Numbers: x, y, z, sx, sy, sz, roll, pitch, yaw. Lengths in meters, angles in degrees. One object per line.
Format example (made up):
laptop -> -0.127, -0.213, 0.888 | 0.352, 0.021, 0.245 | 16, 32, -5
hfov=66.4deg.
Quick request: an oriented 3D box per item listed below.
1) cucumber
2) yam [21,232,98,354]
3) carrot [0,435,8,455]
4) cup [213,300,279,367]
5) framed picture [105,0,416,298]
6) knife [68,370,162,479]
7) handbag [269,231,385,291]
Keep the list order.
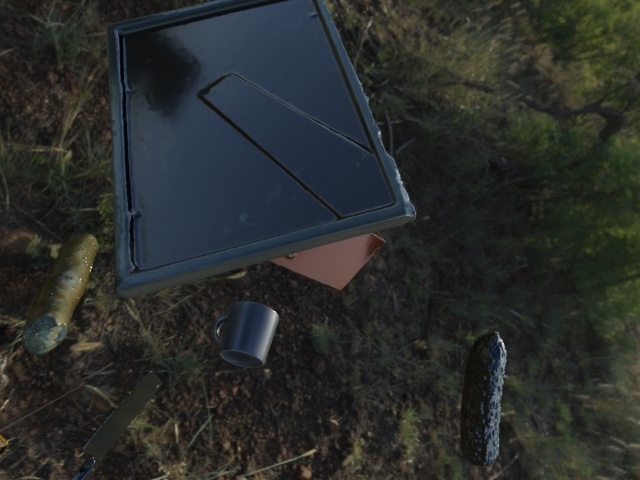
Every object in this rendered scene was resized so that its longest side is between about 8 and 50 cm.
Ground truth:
cucumber -> 0.285, 0.274, 0.856 | 0.072, 0.072, 0.300 | -39, 132, -49
yam -> -0.437, 0.075, 0.834 | 0.067, 0.071, 0.317 | 12, 22, -20
carrot -> -0.517, 0.227, 0.616 | 0.228, 0.069, 0.069 | 31, 48, -12
cup -> -0.119, 0.144, 0.740 | 0.078, 0.100, 0.077 | 57, 37, -47
framed picture -> -0.070, -0.109, 0.407 | 0.016, 0.213, 0.289 | 81, -6, -60
knife -> -0.342, 0.313, 0.768 | 0.019, 0.072, 0.245 | 24, 58, 20
handbag -> 0.000, 0.000, 0.802 | 0.190, 0.127, 0.063 | 26, 23, -39
